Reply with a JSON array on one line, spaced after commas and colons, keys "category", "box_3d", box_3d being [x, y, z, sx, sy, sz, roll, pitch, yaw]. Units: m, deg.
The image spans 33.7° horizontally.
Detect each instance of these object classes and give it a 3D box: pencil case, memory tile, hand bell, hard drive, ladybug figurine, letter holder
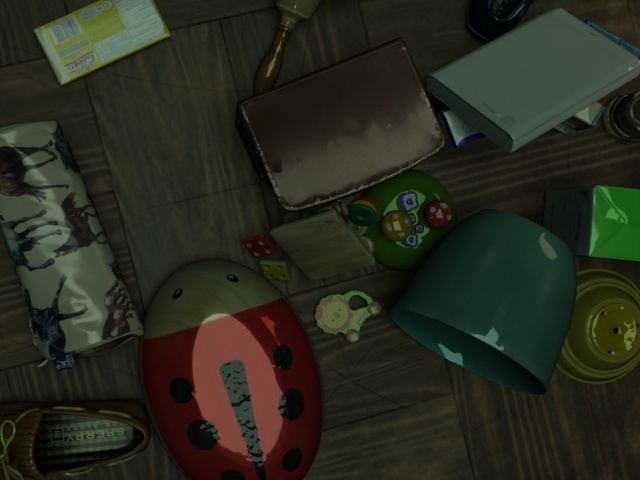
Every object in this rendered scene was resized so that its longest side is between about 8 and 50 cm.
[{"category": "pencil case", "box_3d": [-0.444, 0.002, 1.728, 0.184, 0.160, 0.410, -21, 94, -7]}, {"category": "memory tile", "box_3d": [0.013, -0.012, 1.841, 0.148, 0.012, 0.113, -15, 94, 23]}, {"category": "hand bell", "box_3d": [-0.065, -0.358, 1.832, 0.126, 0.126, 0.242, 22, 100, -9]}, {"category": "hard drive", "box_3d": [0.361, -0.279, 1.784, 0.308, 0.040, 0.203, -30, 55, -25]}, {"category": "ladybug figurine", "box_3d": [-0.142, 0.250, 1.781, 0.305, 0.162, 0.449, -20, 94, -9]}, {"category": "letter holder", "box_3d": [0.035, -0.176, 1.795, 0.302, 0.152, 0.214, -23, 85, -8]}]

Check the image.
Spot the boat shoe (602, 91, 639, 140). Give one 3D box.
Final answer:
[{"category": "boat shoe", "box_3d": [0.691, -0.234, 1.947, 0.325, 0.097, 0.116, -1, 91, -9]}]

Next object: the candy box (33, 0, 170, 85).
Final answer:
[{"category": "candy box", "box_3d": [-0.371, -0.353, 1.803, 0.206, 0.027, 0.105, -26, 97, -8]}]

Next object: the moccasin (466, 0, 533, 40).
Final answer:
[{"category": "moccasin", "box_3d": [0.389, -0.506, 1.883, 0.138, 0.117, 0.341, 26, 86, -9]}]

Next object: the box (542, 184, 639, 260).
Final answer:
[{"category": "box", "box_3d": [0.552, -0.026, 1.859, 0.262, 0.231, 0.126, 5, 89, -10]}]

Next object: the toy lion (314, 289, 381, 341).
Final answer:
[{"category": "toy lion", "box_3d": [0.043, 0.128, 1.879, 0.096, 0.034, 0.100, 39, 84, 0]}]

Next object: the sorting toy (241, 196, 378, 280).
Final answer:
[{"category": "sorting toy", "box_3d": [0.000, 0.000, 1.785, 0.132, 0.275, 0.046, 50, 39, -34]}]

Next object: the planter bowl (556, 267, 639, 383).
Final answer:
[{"category": "planter bowl", "box_3d": [0.521, 0.161, 1.927, 0.217, 0.090, 0.217, 0, 91, -9]}]

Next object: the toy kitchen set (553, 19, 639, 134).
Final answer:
[{"category": "toy kitchen set", "box_3d": [0.497, -0.284, 1.878, 0.122, 0.166, 0.207, 28, 86, -8]}]

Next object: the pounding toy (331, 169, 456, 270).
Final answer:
[{"category": "pounding toy", "box_3d": [0.142, -0.054, 1.851, 0.237, 0.110, 0.183, 42, 84, -8]}]

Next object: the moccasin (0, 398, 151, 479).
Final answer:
[{"category": "moccasin", "box_3d": [-0.470, 0.340, 1.734, 0.380, 0.147, 0.139, 0, 91, -9]}]

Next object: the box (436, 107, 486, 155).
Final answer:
[{"category": "box", "box_3d": [0.263, -0.209, 1.855, 0.126, 0.137, 0.072, -23, 93, -8]}]

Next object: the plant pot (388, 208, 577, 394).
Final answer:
[{"category": "plant pot", "box_3d": [0.300, 0.090, 1.801, 0.293, 0.293, 0.235, 31, 77, -9]}]
